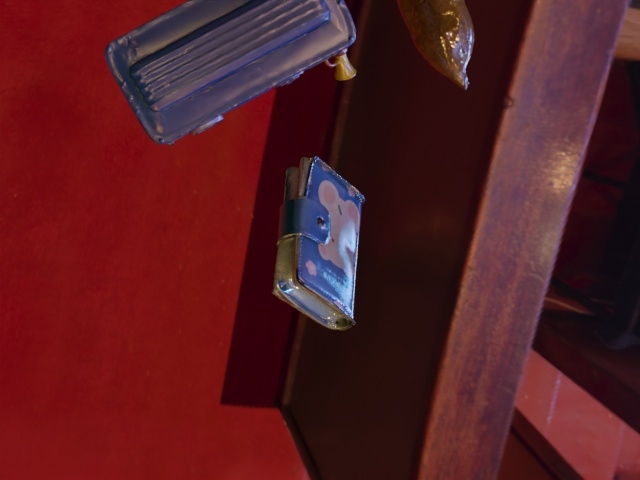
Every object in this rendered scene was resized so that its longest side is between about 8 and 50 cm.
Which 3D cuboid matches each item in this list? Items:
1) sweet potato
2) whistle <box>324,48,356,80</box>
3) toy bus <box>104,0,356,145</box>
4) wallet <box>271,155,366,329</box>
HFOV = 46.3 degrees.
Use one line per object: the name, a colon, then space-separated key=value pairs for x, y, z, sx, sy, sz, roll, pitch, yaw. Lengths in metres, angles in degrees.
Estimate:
sweet potato: x=0.258 y=-0.516 z=1.680 sx=0.157 sy=0.158 sz=0.370 roll=-12 pitch=78 yaw=-12
whistle: x=0.028 y=-0.367 z=1.474 sx=0.057 sy=0.046 sz=0.109 roll=-28 pitch=132 yaw=-3
toy bus: x=-0.112 y=-0.245 z=0.969 sx=0.287 sy=0.175 sz=0.138 roll=-29 pitch=98 yaw=-1
wallet: x=-0.001 y=0.000 z=0.989 sx=0.059 sy=0.202 sz=0.141 roll=-17 pitch=142 yaw=33
